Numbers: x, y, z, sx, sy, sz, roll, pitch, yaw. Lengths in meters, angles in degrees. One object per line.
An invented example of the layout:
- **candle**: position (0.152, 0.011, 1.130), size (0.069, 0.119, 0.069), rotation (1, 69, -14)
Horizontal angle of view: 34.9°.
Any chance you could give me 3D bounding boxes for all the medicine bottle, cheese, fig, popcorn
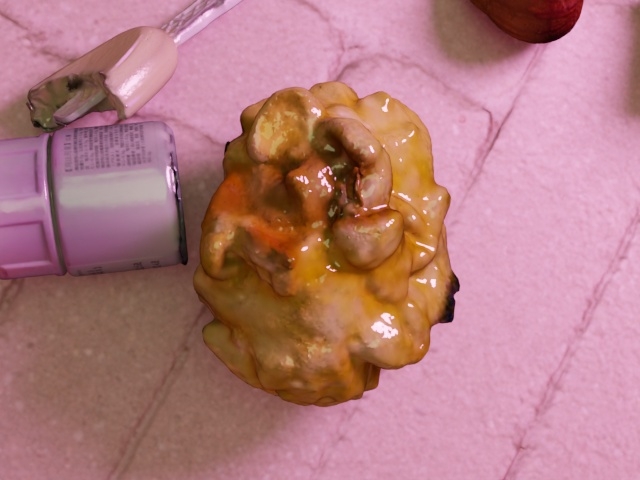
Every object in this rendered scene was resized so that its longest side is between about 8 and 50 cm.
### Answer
- **medicine bottle**: position (-0.207, -0.034, 0.899), size (0.168, 0.135, 0.135), rotation (-7, 87, -9)
- **cheese**: position (-0.157, -0.176, 0.943), size (0.235, 0.127, 0.050), rotation (-42, 121, -22)
- **fig**: position (0.197, -0.263, 0.990), size (0.119, 0.119, 0.153), rotation (-41, 67, -8)
- **popcorn**: position (0.000, 0.000, 0.888), size (0.215, 0.252, 0.287), rotation (0, 80, 33)
